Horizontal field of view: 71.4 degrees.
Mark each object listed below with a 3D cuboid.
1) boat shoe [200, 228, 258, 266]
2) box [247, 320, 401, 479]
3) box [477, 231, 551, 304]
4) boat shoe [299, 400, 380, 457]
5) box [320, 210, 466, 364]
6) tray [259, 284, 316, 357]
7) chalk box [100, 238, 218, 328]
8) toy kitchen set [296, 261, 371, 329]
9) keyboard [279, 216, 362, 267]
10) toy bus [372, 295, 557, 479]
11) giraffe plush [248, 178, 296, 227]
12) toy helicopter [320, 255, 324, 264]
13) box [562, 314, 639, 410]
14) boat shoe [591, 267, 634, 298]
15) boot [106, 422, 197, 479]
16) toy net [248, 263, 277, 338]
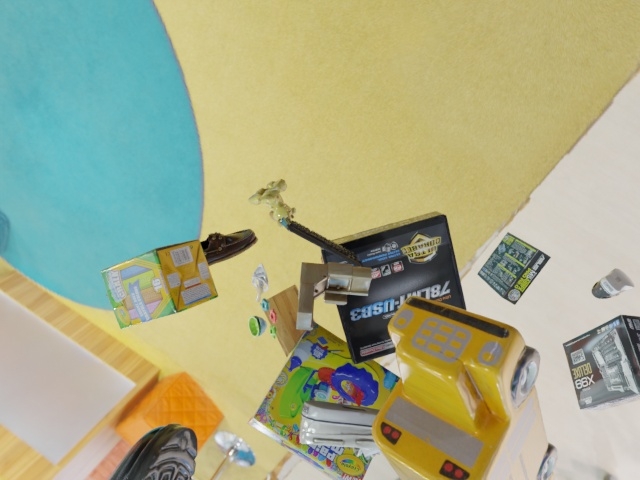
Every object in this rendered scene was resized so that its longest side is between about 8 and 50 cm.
[{"bbox_3d":[-0.257,0.018,1.085,0.207,0.073,0.073,-26,112,-4],"label":"boat shoe"},{"bbox_3d":[0.014,0.416,1.141,0.290,0.279,0.177,32,151,2],"label":"box"},{"bbox_3d":[0.729,0.099,1.703,0.060,0.270,0.216,31,102,-8],"label":"box"},{"bbox_3d":[0.088,0.384,0.883,0.267,0.088,0.096,14,170,-15],"label":"boat shoe"},{"bbox_3d":[0.176,0.111,1.043,0.295,0.073,0.294,-15,101,-1],"label":"box"},{"bbox_3d":[-0.118,0.448,2.214,0.202,0.076,0.411,-29,79,-1],"label":"tray"},{"bbox_3d":[-0.348,0.096,0.923,0.213,0.132,0.132,-19,91,27],"label":"chalk box"},{"bbox_3d":[0.015,0.077,0.525,0.083,0.075,0.068,5,135,-2],"label":"toy kitchen set"},{"bbox_3d":[0.000,0.000,0.925,0.180,0.108,0.023,29,93,-18],"label":"keyboard"},{"bbox_3d":[0.147,0.205,0.438,0.108,0.130,0.333,17,146,45],"label":"toy bus"},{"bbox_3d":[-0.190,-0.156,1.962,0.171,0.181,0.210,59,164,-21],"label":"giraffe plush"},{"bbox_3d":[0.141,0.092,1.538,0.140,0.355,0.235,17,117,30],"label":"toy helicopter"},{"bbox_3d":[0.971,0.419,1.497,0.076,0.243,0.307,7,149,-7],"label":"box"},{"bbox_3d":[0.936,0.148,1.434,0.076,0.228,0.080,-50,62,38],"label":"boat shoe"},{"bbox_3d":[-0.450,0.401,0.662,0.445,0.367,0.146,10,151,21],"label":"boot"},{"bbox_3d":[-0.186,0.190,1.394,0.122,0.045,0.232,2,97,56],"label":"toy net"}]
